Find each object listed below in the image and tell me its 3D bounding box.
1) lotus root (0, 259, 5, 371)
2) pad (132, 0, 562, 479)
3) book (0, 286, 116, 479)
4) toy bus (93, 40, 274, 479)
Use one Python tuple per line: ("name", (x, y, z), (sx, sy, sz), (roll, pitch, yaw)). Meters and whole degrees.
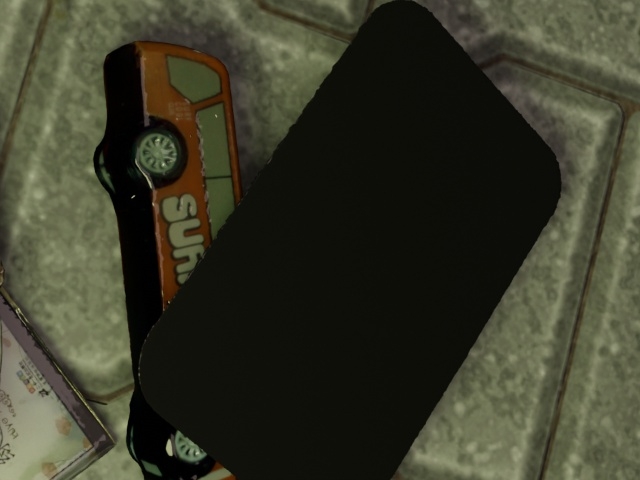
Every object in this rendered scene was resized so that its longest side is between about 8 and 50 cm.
("lotus root", (-0.311, 0.021, 1.149), (0.167, 0.078, 0.329), (12, 67, -33))
("pad", (0.000, -0.001, 1.238), (0.315, 0.063, 0.375), (45, 68, -29))
("book", (-0.283, 0.156, 1.182), (0.231, 0.026, 0.157), (-37, 98, -19))
("toy bus", (-0.102, 0.057, 1.221), (0.092, 0.093, 0.409), (-6, 89, -28))
